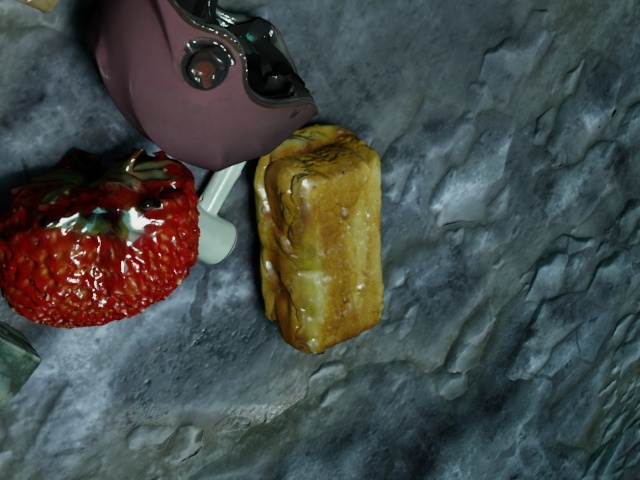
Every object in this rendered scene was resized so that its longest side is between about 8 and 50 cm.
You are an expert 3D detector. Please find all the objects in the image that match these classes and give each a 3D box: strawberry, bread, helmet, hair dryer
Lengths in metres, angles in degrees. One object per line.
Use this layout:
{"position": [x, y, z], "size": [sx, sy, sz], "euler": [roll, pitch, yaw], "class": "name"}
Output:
{"position": [-0.274, 0.015, 1.197], "size": [0.261, 0.261, 0.257], "euler": [-20, 114, -28], "class": "strawberry"}
{"position": [-0.006, -0.001, 1.454], "size": [0.195, 0.149, 0.343], "euler": [-19, 125, -28], "class": "bread"}
{"position": [-0.167, -0.219, 1.161], "size": [0.197, 0.271, 0.338], "euler": [-42, 132, 17], "class": "helmet"}
{"position": [-0.146, -0.091, 1.358], "size": [0.131, 0.073, 0.236], "euler": [32, 89, -41], "class": "hair dryer"}

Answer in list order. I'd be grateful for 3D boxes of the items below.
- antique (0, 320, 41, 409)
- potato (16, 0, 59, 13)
{"position": [-0.466, 0.132, 1.219], "size": [0.086, 0.088, 0.183], "euler": [-52, 133, -4], "class": "antique"}
{"position": [-0.353, -0.378, 0.926], "size": [0.189, 0.264, 0.211], "euler": [20, 106, -51], "class": "potato"}
